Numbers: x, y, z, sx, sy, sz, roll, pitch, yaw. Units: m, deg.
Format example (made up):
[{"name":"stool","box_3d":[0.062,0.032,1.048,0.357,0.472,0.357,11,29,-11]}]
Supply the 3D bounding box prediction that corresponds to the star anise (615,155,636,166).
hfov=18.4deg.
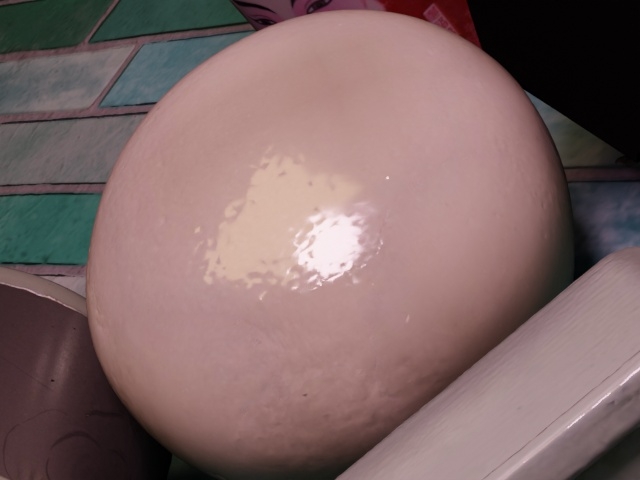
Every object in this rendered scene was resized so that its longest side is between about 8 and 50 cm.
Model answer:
[{"name":"star anise","box_3d":[0.255,-0.105,1.301,0.124,0.056,0.129,-12,42,40]}]

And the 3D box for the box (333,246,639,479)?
[{"name":"box","box_3d":[0.126,0.144,1.038,0.312,0.175,0.182,-40,21,6]}]

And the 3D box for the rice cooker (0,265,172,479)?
[{"name":"rice cooker","box_3d":[-0.247,0.188,1.317,0.288,0.288,0.277,-25,34,29]}]

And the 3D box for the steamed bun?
[{"name":"steamed bun","box_3d":[0.000,0.000,1.250,0.324,0.206,0.324,-13,52,17]}]

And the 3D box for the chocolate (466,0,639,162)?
[{"name":"chocolate","box_3d":[0.284,-0.267,1.208,0.331,0.383,0.383,-11,22,-20]}]

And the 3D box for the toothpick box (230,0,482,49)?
[{"name":"toothpick box","box_3d":[0.000,-0.255,1.526,0.204,0.333,0.204,-31,32,22]}]
